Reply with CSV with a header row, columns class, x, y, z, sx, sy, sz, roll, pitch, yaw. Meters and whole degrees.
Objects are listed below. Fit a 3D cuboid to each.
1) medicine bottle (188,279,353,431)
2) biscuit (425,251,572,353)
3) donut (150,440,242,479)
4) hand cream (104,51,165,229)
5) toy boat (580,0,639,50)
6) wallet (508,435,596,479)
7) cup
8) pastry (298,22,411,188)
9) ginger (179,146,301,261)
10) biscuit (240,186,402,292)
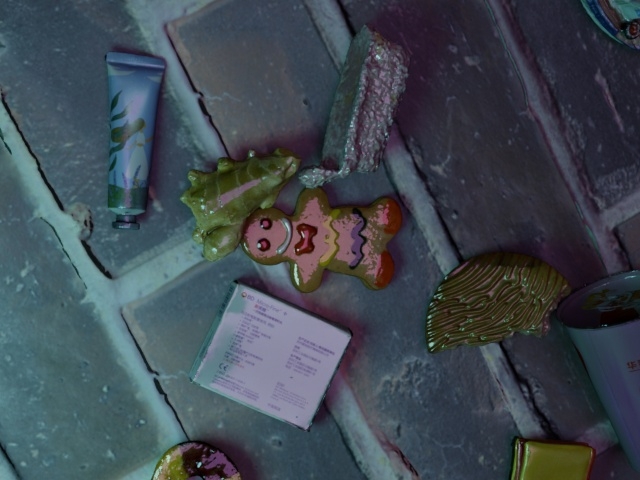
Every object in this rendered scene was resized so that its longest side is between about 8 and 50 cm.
class,x,y,z,sx,sy,sz,roll,pitch,yaw
medicine bottle,-0.073,0.173,1.608,0.201,0.052,0.171,24,88,-12
biscuit,0.266,0.108,1.662,0.176,0.031,0.228,42,86,12
donut,-0.188,0.362,1.589,0.140,0.059,0.140,-1,93,-12
hand cream,-0.277,-0.143,1.549,0.088,0.055,0.256,4,86,-17
toy boat,0.469,-0.407,1.666,0.114,0.115,0.262,-36,100,-9
wallet,0.359,0.434,1.722,0.141,0.067,0.241,7,96,-18
cup,0.509,0.213,1.688,0.203,0.203,0.288,-25,104,-10
pastry,0.059,-0.185,1.590,0.112,0.103,0.265,26,85,-20
ginger,-0.125,-0.073,1.569,0.115,0.081,0.205,40,85,21
biscuit,0.000,0.000,1.623,0.250,0.036,0.165,6,91,-13
